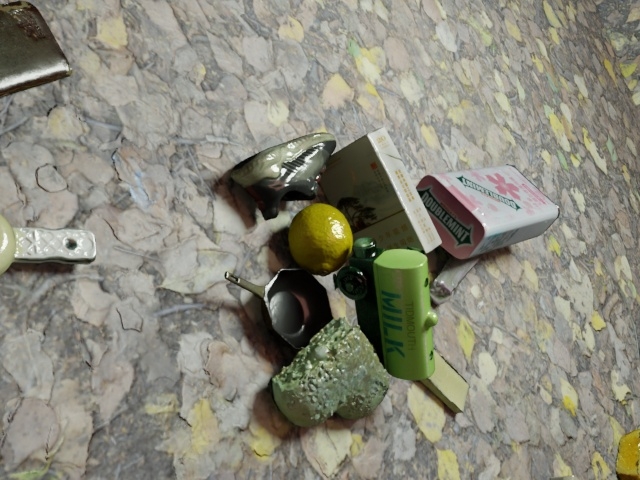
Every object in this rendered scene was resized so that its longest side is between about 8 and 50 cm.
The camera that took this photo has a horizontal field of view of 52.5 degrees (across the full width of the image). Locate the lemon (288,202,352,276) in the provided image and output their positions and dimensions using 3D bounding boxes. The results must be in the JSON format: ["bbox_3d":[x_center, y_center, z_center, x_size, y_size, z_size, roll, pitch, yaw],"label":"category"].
[{"bbox_3d":[0.000,0.000,1.077,0.109,0.109,0.133,21,46,-37],"label":"lemon"}]

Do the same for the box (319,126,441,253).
[{"bbox_3d":[0.099,-0.067,1.177,0.067,0.149,0.233,-29,93,-50],"label":"box"}]

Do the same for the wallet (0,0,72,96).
[{"bbox_3d":[-0.435,-0.233,0.815,0.232,0.031,0.122,-40,102,-46],"label":"wallet"}]

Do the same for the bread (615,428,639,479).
[{"bbox_3d":[0.805,0.560,1.643,0.103,0.065,0.187,48,46,-15],"label":"bread"}]

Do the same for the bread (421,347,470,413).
[{"bbox_3d":[0.231,0.263,1.241,0.153,0.028,0.068,44,47,-22],"label":"bread"}]

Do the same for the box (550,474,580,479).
[{"bbox_3d":[0.571,0.607,1.394,0.201,0.058,0.141,37,49,-28],"label":"box"}]

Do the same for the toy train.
[{"bbox_3d":[0.119,0.117,1.062,0.105,0.157,0.254,-37,126,-49],"label":"toy train"}]

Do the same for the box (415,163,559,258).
[{"bbox_3d":[0.373,-0.072,1.445,0.369,0.112,0.190,-9,52,-47],"label":"box"}]

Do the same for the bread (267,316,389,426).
[{"bbox_3d":[0.032,0.205,1.008,0.232,0.064,0.173,11,92,-42],"label":"bread"}]

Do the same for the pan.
[{"bbox_3d":[-0.068,0.085,1.015,0.202,0.048,0.128,47,44,-20],"label":"pan"}]

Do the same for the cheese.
[{"bbox_3d":[-0.375,0.001,0.752,0.235,0.049,0.127,2,68,-45],"label":"cheese"}]

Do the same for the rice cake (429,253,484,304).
[{"bbox_3d":[0.301,0.053,1.394,0.055,0.049,0.270,42,43,8],"label":"rice cake"}]

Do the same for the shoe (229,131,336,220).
[{"bbox_3d":[-0.049,-0.111,1.099,0.227,0.099,0.112,-26,98,-44],"label":"shoe"}]
